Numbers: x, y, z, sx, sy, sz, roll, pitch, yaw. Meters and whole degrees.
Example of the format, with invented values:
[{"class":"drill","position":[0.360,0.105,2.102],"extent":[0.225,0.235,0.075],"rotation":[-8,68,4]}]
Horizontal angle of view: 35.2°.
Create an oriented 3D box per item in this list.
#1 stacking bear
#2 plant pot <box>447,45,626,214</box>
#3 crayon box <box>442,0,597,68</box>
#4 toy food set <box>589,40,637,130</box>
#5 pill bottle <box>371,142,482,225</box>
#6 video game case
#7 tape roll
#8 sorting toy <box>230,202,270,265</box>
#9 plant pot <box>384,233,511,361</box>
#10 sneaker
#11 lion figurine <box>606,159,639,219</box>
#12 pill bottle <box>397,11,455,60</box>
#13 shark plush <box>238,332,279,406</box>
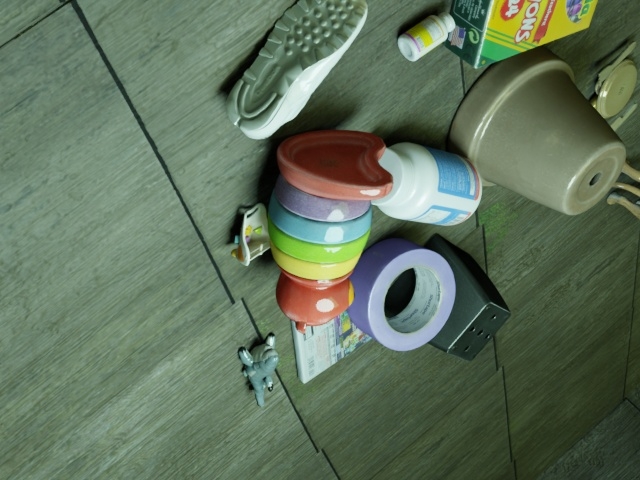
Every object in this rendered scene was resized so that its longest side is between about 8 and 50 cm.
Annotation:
[{"class":"stacking bear","position":[0.000,0.000,1.496],"extent":[0.164,0.175,0.289],"rotation":[4,122,-6]},{"class":"plant pot","position":[0.385,-0.164,1.722],"extent":[0.263,0.229,0.263],"rotation":[-29,144,-23]},{"class":"crayon box","position":[0.345,-0.405,1.547],"extent":[0.318,0.081,0.202],"rotation":[-25,142,-31]},{"class":"toy food set","position":[0.569,-0.297,1.972],"extent":[0.132,0.038,0.192],"rotation":[-43,143,-17]},{"class":"pill bottle","position":[0.158,-0.093,1.638],"extent":[0.221,0.124,0.124],"rotation":[8,120,-52]},{"class":"video game case","position":[0.029,0.157,1.863],"extent":[0.183,0.023,0.201],"rotation":[-32,144,-21]},{"class":"tape roll","position":[0.143,0.095,1.802],"extent":[0.189,0.080,0.189],"rotation":[-9,109,-29]},{"class":"sorting toy","position":[-0.101,-0.015,1.508],"extent":[0.083,0.044,0.075],"rotation":[-35,136,-53]},{"class":"plant pot","position":[0.253,0.128,1.953],"extent":[0.187,0.167,0.188],"rotation":[-50,148,8]},{"class":"sneaker","position":[-0.027,-0.232,1.328],"extent":[0.235,0.090,0.095],"rotation":[-45,161,5]},{"class":"lion figurine","position":[0.803,-0.057,2.305],"extent":[0.392,0.240,0.142],"rotation":[1,125,-49]},{"class":"pill bottle","position":[0.157,-0.302,1.480],"extent":[0.083,0.043,0.043],"rotation":[-36,146,-16]},{"class":"shark plush","position":[-0.106,0.237,1.753],"extent":[0.073,0.067,0.161],"rotation":[-15,136,-40]}]
